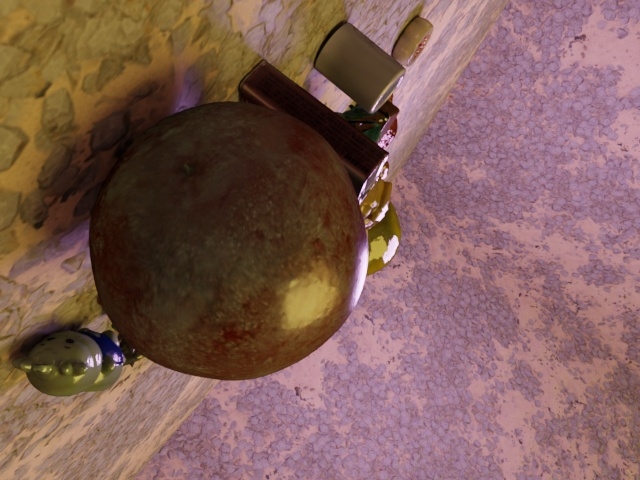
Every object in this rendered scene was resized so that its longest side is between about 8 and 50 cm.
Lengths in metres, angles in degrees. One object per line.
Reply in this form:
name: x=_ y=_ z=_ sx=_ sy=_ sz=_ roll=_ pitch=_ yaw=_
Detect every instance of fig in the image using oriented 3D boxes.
fig: x=0.103 y=-0.043 z=1.815 sx=0.343 sy=0.343 sz=0.343 roll=-51 pitch=173 yaw=-8

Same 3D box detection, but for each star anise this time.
star anise: x=-0.324 y=0.170 z=1.060 sx=0.204 sy=0.061 sz=0.180 roll=-55 pitch=168 yaw=-1

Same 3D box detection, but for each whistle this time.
whistle: x=-0.346 y=0.175 z=0.798 sx=0.244 sy=0.110 sz=0.091 roll=68 pitch=26 yaw=-81

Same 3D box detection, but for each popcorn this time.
popcorn: x=0.029 y=-0.109 z=1.328 sx=0.332 sy=0.225 sz=0.265 roll=-36 pitch=159 yaw=-3

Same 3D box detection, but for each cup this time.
cup: x=0.077 y=-0.307 z=0.966 sx=0.136 sy=0.133 sz=0.099 roll=-45 pitch=174 yaw=-50

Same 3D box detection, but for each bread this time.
bread: x=0.179 y=-0.347 z=1.613 sx=0.139 sy=0.095 sz=0.269 roll=-58 pitch=171 yaw=-13

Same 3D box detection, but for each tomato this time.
tomato: x=-0.101 y=0.002 z=0.632 sx=0.316 sy=0.317 sz=0.282 roll=-50 pitch=155 yaw=-15

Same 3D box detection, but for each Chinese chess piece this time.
Chinese chess piece: x=0.231 y=-0.494 z=1.364 sx=0.122 sy=0.051 sz=0.122 roll=-51 pitch=173 yaw=-9

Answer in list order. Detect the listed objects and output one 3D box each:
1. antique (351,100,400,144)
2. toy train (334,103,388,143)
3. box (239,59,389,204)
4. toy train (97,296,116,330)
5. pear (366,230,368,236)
antique: x=0.090 y=-0.253 z=1.505 sx=0.309 sy=0.093 sz=0.087 roll=-56 pitch=172 yaw=35
toy train: x=-0.005 y=-0.178 z=0.991 sx=0.307 sy=0.190 sz=0.126 roll=-37 pitch=141 yaw=-50
box: x=-0.013 y=-0.150 z=0.794 sx=0.069 sy=0.224 sz=0.120 roll=-49 pitch=171 yaw=-16
toy train: x=-0.272 y=0.076 z=0.897 sx=0.176 sy=0.074 sz=0.118 roll=-48 pitch=166 yaw=-30
pear: x=0.000 y=0.000 z=1.561 sx=0.271 sy=0.271 sz=0.271 roll=-51 pitch=173 yaw=-8
